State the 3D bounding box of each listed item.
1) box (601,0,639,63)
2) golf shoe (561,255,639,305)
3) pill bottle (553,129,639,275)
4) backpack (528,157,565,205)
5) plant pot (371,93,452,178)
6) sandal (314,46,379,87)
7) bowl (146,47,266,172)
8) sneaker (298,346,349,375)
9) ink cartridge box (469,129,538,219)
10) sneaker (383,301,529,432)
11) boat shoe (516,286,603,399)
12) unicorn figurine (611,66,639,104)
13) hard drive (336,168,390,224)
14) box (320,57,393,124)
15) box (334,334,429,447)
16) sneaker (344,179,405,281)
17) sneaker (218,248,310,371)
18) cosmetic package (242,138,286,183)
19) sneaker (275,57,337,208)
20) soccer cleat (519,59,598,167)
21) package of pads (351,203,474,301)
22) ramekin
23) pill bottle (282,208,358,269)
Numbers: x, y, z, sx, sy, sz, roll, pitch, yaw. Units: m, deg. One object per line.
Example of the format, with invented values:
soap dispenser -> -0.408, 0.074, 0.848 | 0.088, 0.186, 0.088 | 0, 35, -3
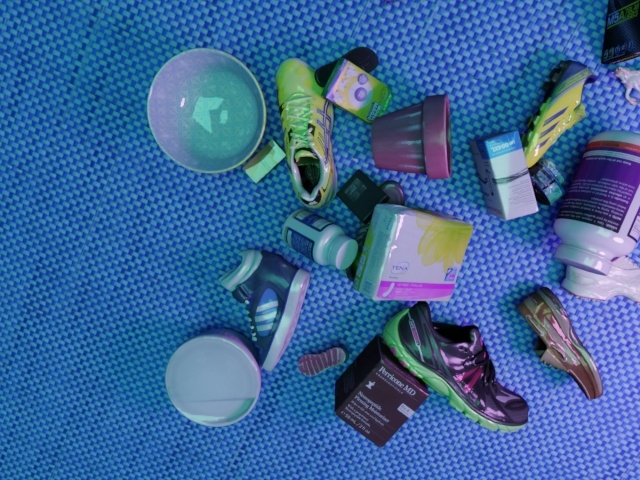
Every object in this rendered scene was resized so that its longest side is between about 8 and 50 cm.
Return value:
box -> 0.719, -0.513, 1.043 | 0.045, 0.191, 0.185 | -1, 102, 3
golf shoe -> 0.802, 0.092, 1.201 | 0.305, 0.115, 0.141 | 4, 98, 1
pill bottle -> 0.691, -0.087, 1.112 | 0.181, 0.181, 0.323 | 23, 92, -1
backpack -> 0.568, -0.150, 1.168 | 0.084, 0.105, 0.114 | -39, 98, 10
plant pot -> 0.227, -0.248, 1.135 | 0.180, 0.201, 0.202 | -2, 102, 20
sandal -> 0.063, -0.439, 1.164 | 0.179, 0.040, 0.067 | -24, 104, -11
bowl -> -0.267, -0.317, 1.158 | 0.288, 0.156, 0.290 | 1, 101, 3
sneaker -> 0.014, 0.346, 1.323 | 0.170, 0.074, 0.063 | -27, 72, 29
ink cartridge box -> 0.455, -0.164, 1.149 | 0.085, 0.148, 0.203 | -17, 99, 6
sneaker -> 0.397, 0.341, 1.238 | 0.482, 0.185, 0.202 | 37, 96, -10
boat shoe -> 0.645, 0.286, 1.253 | 0.119, 0.122, 0.324 | -29, 90, 14
unicorn figurine -> 0.791, -0.397, 1.135 | 0.161, 0.060, 0.111 | -29, 98, -8
hard drive -> 0.109, -0.116, 1.198 | 0.094, 0.135, 0.022 | -48, 138, 11
box -> 0.101, -0.367, 1.157 | 0.179, 0.043, 0.105 | 21, 104, -29
box -> 0.162, 0.413, 1.273 | 0.168, 0.167, 0.203 | 37, 101, -4
sneaker -> 0.147, -0.013, 1.212 | 0.110, 0.121, 0.300 | 19, 102, -1
sneaker -> -0.181, 0.181, 1.280 | 0.236, 0.130, 0.323 | 21, 107, 9
cosmetic package -> -0.148, -0.212, 1.231 | 0.115, 0.041, 0.060 | -43, 96, 10
sneaker -> -0.029, -0.270, 1.159 | 0.145, 0.147, 0.386 | -12, 98, 8
soccer cleat -> 0.581, -0.301, 1.121 | 0.121, 0.093, 0.289 | 26, 89, 5
package of pads -> 0.240, 0.033, 1.158 | 0.296, 0.101, 0.230 | 5, 105, -35
ramekin -> -0.294, 0.378, 1.314 | 0.272, 0.127, 0.273 | 1, 101, 3
pill bottle -> 0.000, 0.000, 1.186 | 0.186, 0.111, 0.112 | 29, 105, 35
